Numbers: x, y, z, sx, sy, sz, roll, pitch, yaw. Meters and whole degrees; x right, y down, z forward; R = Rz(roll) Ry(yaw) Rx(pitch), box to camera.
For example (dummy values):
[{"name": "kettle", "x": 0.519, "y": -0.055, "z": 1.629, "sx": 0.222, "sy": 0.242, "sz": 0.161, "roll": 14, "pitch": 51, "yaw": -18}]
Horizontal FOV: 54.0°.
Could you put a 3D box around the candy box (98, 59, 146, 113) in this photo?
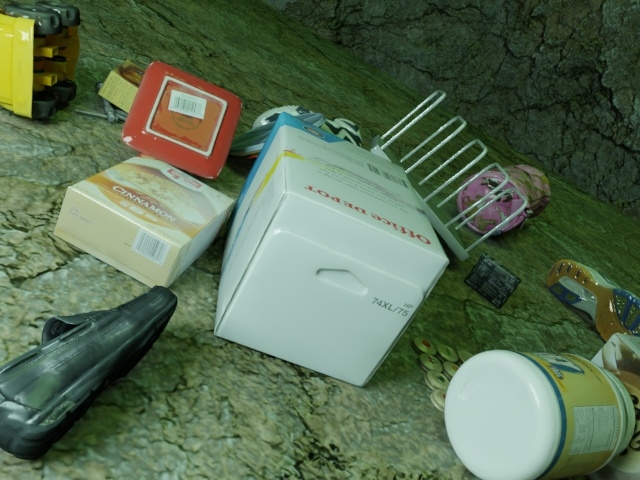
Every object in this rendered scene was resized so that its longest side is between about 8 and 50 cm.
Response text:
[{"name": "candy box", "x": -0.280, "y": -0.236, "z": 1.101, "sx": 0.187, "sy": 0.053, "sz": 0.109, "roll": 33, "pitch": 21, "yaw": -17}]

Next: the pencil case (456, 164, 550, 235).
[{"name": "pencil case", "x": 0.479, "y": -0.112, "z": 1.604, "sx": 0.167, "sy": 0.160, "sz": 0.386, "roll": 60, "pitch": 29, "yaw": 7}]

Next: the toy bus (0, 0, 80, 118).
[{"name": "toy bus", "x": -0.477, "y": -0.281, "z": 0.922, "sx": 0.212, "sy": 0.149, "sz": 0.220, "roll": 9, "pitch": 25, "yaw": -7}]

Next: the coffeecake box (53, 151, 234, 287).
[{"name": "coffeecake box", "x": -0.208, "y": -0.031, "z": 0.778, "sx": 0.142, "sy": 0.068, "sz": 0.185, "roll": 28, "pitch": 23, "yaw": 0}]

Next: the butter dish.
[{"name": "butter dish", "x": -0.226, "y": -0.177, "z": 1.009, "sx": 0.160, "sy": 0.118, "sz": 0.159, "roll": 21, "pitch": 69, "yaw": -17}]

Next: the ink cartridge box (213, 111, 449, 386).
[{"name": "ink cartridge box", "x": 0.000, "y": 0.000, "z": 0.786, "sx": 0.198, "sy": 0.197, "sz": 0.270, "roll": 23, "pitch": 24, "yaw": -16}]

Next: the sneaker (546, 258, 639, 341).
[{"name": "sneaker", "x": 0.619, "y": 0.139, "z": 1.310, "sx": 0.131, "sy": 0.111, "sz": 0.296, "roll": 11, "pitch": 30, "yaw": -37}]

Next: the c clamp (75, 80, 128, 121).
[{"name": "c clamp", "x": -0.355, "y": -0.241, "z": 1.094, "sx": 0.137, "sy": 0.022, "sz": 0.160, "roll": 15, "pitch": 28, "yaw": -29}]

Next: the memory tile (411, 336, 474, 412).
[{"name": "memory tile", "x": 0.185, "y": 0.188, "z": 0.847, "sx": 0.113, "sy": 0.012, "sz": 0.148, "roll": 22, "pitch": 24, "yaw": -17}]

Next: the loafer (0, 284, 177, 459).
[{"name": "loafer", "x": -0.198, "y": 0.089, "z": 0.536, "sx": 0.078, "sy": 0.076, "sz": 0.223, "roll": 38, "pitch": 28, "yaw": 1}]

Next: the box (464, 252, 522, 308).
[{"name": "box", "x": 0.316, "y": 0.074, "z": 1.156, "sx": 0.083, "sy": 0.067, "sz": 0.018, "roll": 40, "pitch": 26, "yaw": 26}]

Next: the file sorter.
[{"name": "file sorter", "x": 0.253, "y": -0.136, "z": 1.243, "sx": 0.277, "sy": 0.173, "sz": 0.193, "roll": 50, "pitch": 15, "yaw": -8}]

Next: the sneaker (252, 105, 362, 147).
[{"name": "sneaker", "x": -0.017, "y": -0.191, "z": 1.282, "sx": 0.235, "sy": 0.094, "sz": 0.153, "roll": 10, "pitch": 37, "yaw": -22}]

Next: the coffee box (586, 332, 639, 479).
[{"name": "coffee box", "x": 0.441, "y": 0.277, "z": 0.761, "sx": 0.119, "sy": 0.168, "sz": 0.297, "roll": 12, "pitch": 29, "yaw": -33}]

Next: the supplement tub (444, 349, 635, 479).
[{"name": "supplement tub", "x": 0.259, "y": 0.203, "z": 0.734, "sx": 0.200, "sy": 0.144, "sz": 0.144, "roll": 10, "pitch": 30, "yaw": -37}]

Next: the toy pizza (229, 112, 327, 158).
[{"name": "toy pizza", "x": -0.082, "y": -0.190, "z": 1.165, "sx": 0.202, "sy": 0.032, "sz": 0.201, "roll": -16, "pitch": 21, "yaw": 6}]
